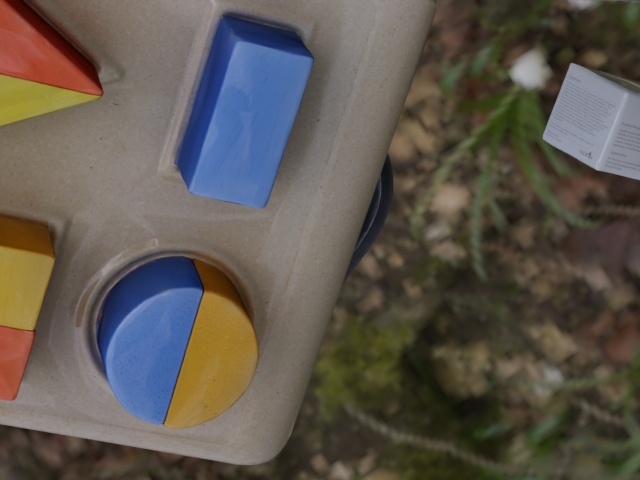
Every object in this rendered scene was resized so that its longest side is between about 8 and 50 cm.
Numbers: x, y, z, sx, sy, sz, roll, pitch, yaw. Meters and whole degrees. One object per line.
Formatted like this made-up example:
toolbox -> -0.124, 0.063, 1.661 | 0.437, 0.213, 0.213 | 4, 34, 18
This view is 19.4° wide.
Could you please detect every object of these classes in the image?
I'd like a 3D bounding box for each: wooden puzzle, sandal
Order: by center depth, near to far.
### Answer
wooden puzzle -> -0.124, -0.024, 1.060 | 0.080, 0.348, 0.322 | -127, 51, -60
sandal -> 0.000, 0.001, 1.942 | 0.097, 0.054, 0.254 | 37, 109, 42

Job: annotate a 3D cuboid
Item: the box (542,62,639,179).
box -> 0.301, -0.117, 1.894 | 0.102, 0.101, 0.087 | 38, 113, 52
